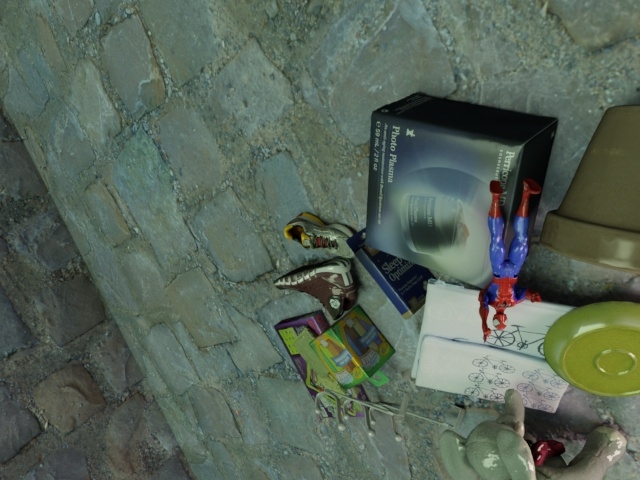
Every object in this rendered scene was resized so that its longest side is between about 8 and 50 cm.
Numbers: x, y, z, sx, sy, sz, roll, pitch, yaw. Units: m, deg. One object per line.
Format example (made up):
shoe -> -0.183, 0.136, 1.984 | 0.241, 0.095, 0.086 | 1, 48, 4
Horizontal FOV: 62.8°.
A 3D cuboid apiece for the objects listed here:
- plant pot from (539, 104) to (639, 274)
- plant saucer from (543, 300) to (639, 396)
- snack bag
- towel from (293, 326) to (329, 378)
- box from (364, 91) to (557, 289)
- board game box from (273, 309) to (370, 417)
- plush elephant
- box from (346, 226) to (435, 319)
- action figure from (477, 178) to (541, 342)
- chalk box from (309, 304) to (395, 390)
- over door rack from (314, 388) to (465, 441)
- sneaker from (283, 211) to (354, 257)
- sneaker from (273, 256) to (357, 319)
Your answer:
plant pot -> 0.488, -0.081, 0.793 | 0.263, 0.263, 0.229 | 14, 104, 37
plant saucer -> 0.542, 0.214, 0.968 | 0.241, 0.037, 0.241 | 9, 127, 12
snack bag -> 0.364, 0.229, 1.089 | 0.323, 0.037, 0.342 | 10, 133, 12
towel -> -0.015, 0.335, 1.564 | 0.148, 0.027, 0.110 | 48, 135, 13
box -> 0.256, -0.103, 1.017 | 0.294, 0.183, 0.296 | 20, 126, 32
board game box -> 0.005, 0.391, 1.631 | 0.208, 0.056, 0.346 | -21, 98, 51
plush elephant -> 0.402, 0.439, 1.075 | 0.255, 0.330, 0.272 | 54, 146, -11
box -> 0.170, 0.057, 1.217 | 0.225, 0.136, 0.036 | 51, 138, 7
action figure -> 0.310, 0.055, 0.860 | 0.091, 0.139, 0.280 | -1, 122, 8
chalk box -> 0.099, 0.314, 1.434 | 0.213, 0.132, 0.132 | 52, 137, 7
over door rack -> 0.170, 0.464, 1.378 | 0.324, 0.239, 0.108 | -16, 58, 47
sneaker -> 0.000, 0.000, 1.375 | 0.225, 0.093, 0.088 | 19, 125, 34
sneaker -> -0.011, 0.150, 1.454 | 0.281, 0.106, 0.162 | -17, 96, 46
